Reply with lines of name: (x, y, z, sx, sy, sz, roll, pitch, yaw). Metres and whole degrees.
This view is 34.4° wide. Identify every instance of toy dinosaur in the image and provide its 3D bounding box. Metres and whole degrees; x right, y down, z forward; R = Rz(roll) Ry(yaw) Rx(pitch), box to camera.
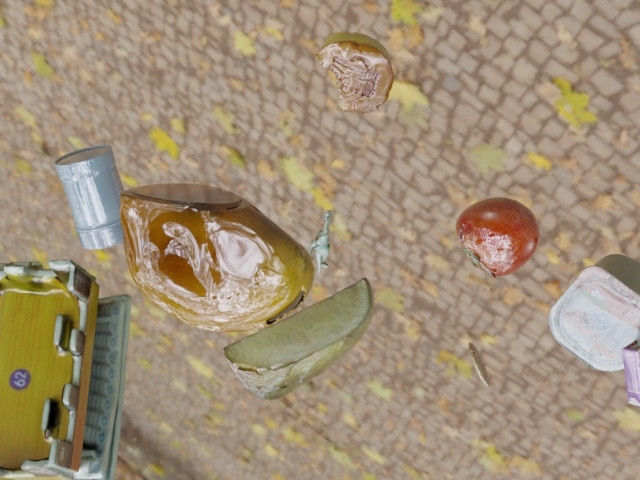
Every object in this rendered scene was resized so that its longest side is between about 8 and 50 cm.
toy dinosaur: (0.004, 0.001, 2.096, 0.044, 0.106, 0.187, 9, 167, 9)

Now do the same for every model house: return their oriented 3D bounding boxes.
model house: (-0.284, 0.138, 0.960, 0.199, 0.224, 0.215, -2, 161, 9)

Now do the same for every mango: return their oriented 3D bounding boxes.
mango: (-0.119, 0.022, 1.191, 0.236, 0.136, 0.166, 11, 112, 27)

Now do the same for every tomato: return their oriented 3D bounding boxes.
tomato: (0.346, -0.012, 2.005, 0.167, 0.167, 0.167, 29, 150, 18)

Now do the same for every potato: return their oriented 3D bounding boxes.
potato: (-0.003, 0.171, 1.814, 0.112, 0.255, 0.269, 61, -165, 11)

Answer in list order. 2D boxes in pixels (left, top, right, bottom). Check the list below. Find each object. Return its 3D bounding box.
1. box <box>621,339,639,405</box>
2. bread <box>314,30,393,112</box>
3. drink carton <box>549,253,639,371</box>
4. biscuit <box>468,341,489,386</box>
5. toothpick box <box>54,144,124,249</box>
box: (0.596, 0.247, 1.929, 0.036, 0.051, 0.117, 11, 117, 52)
bread: (0.071, -0.309, 1.877, 0.125, 0.086, 0.156, -12, 127, 16)
drink carton: (0.572, 0.127, 2.051, 0.185, 0.189, 0.191, 34, 122, 6)
biscuit: (0.395, 0.309, 2.571, 0.015, 0.120, 0.120, -24, 123, 13)
toothpick box: (-0.375, -0.073, 1.734, 0.101, 0.101, 0.153, 7, 117, 45)
